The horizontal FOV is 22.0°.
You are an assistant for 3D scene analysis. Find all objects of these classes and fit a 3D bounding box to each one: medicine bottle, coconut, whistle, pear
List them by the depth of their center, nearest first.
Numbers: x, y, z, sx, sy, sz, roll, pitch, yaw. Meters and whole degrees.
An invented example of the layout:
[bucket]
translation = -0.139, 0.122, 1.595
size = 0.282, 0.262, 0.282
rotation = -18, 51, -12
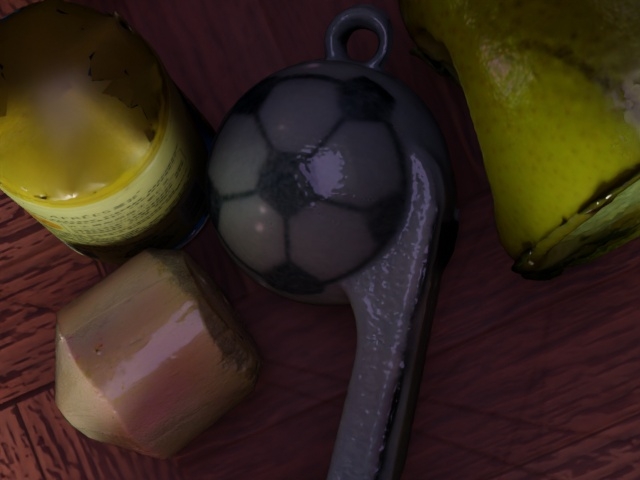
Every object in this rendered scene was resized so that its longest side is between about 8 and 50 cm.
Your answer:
[pear]
translation = 0.130, -0.123, 0.951
size = 0.164, 0.238, 0.255
rotation = -28, 82, 8
[medicine bottle]
translation = -0.133, -0.060, 0.970
size = 0.124, 0.239, 0.124
rotation = -1, 79, 4
[whistle]
translation = 0.000, 0.000, 0.997
size = 0.163, 0.163, 0.290
rotation = 12, 94, 8
[coconut]
translation = -0.108, 0.075, 1.015
size = 0.122, 0.116, 0.116
rotation = -34, 80, 3
